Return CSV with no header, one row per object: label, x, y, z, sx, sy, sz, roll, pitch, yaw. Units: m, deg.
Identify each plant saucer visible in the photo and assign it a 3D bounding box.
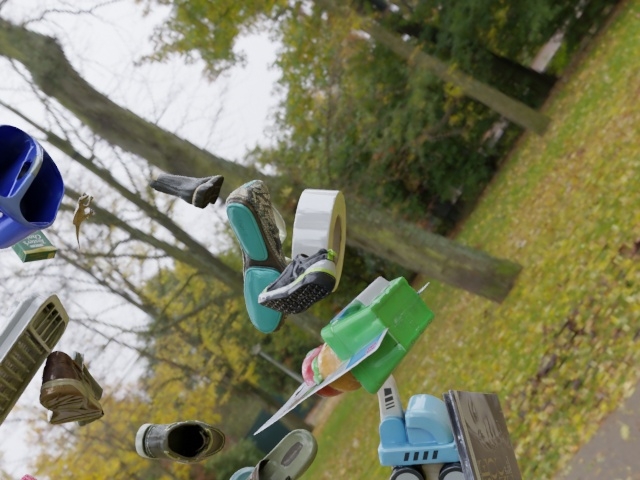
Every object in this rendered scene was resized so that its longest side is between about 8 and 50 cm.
plant saucer,-0.176,0.625,2.003,0.119,0.119,0.021,-53,-16,-31

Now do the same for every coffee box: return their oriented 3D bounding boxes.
coffee box,-0.922,-0.007,2.496,0.113,0.184,0.040,-8,-45,-50

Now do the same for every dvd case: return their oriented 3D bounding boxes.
dvd case,0.247,0.306,1.176,0.018,0.164,0.221,-22,-21,25

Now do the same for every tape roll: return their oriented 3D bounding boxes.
tape roll,0.000,0.000,2.204,0.286,0.100,0.286,4,-90,-80

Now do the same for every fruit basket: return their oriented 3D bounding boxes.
fruit basket,0.043,0.223,1.590,0.353,0.165,0.327,-35,0,31

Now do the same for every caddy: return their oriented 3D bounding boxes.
caddy,-0.759,-0.143,1.970,0.179,0.241,0.341,-32,32,16

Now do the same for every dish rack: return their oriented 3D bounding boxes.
dish rack,-0.677,0.266,1.716,0.333,0.072,0.285,-61,-1,-22

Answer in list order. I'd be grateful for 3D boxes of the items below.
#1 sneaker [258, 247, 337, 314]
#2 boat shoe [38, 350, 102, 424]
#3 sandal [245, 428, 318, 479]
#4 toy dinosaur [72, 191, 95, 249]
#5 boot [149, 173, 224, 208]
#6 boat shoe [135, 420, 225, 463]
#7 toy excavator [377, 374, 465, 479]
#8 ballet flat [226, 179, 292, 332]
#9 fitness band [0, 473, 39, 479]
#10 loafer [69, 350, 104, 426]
sneaker,-0.037,0.078,1.591,0.235,0.084,0.097,-26,46,47
boat shoe,-0.575,0.335,1.815,0.123,0.123,0.342,-9,-22,-10
sandal,-0.121,0.558,1.851,0.303,0.120,0.086,-54,-26,-26
toy dinosaur,-0.672,-0.070,2.224,0.092,0.053,0.183,-73,2,-54
boot,-0.322,-0.139,1.956,0.198,0.137,0.077,-46,-26,-79
boat shoe,-0.327,0.504,1.989,0.305,0.091,0.109,24,-116,-57
toy excavator,0.243,0.527,2.383,0.222,0.433,0.445,-31,-66,-75
ballet flat,-0.150,0.041,2.329,0.182,0.164,0.482,-48,-44,-46
fitness band,-0.661,0.600,1.728,0.209,0.291,0.054,-17,-56,-64
loafer,-0.672,0.420,2.290,0.094,0.087,0.251,-116,23,-57
